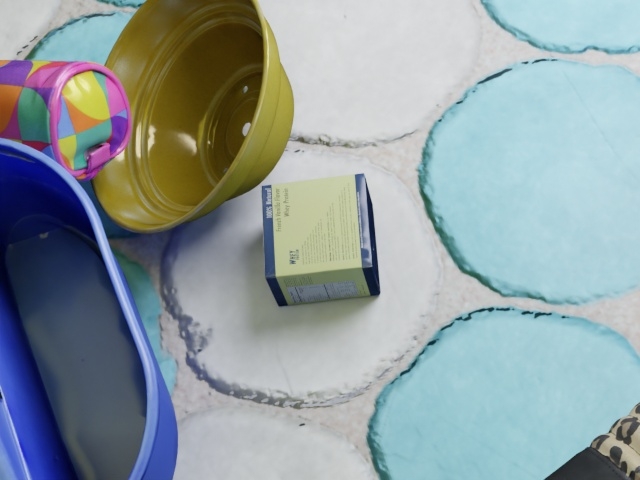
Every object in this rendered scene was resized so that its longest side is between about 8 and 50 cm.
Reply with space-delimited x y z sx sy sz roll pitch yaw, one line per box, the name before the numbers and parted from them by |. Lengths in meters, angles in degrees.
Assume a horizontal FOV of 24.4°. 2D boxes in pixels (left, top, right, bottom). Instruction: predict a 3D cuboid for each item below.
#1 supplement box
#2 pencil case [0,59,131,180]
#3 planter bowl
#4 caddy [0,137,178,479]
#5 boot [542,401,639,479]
supplement box | 0.000 0.000 1.159 0.083 0.056 0.083 -7 63 6
pencil case | -0.267 -0.099 1.199 0.236 0.104 0.104 5 63 35
planter bowl | -0.086 -0.100 1.185 0.217 0.090 0.217 -19 63 41
caddy | -0.245 0.090 1.073 0.241 0.179 0.341 -23 69 -3
boot | 0.203 0.301 0.934 0.284 0.138 0.377 -34 58 -7
